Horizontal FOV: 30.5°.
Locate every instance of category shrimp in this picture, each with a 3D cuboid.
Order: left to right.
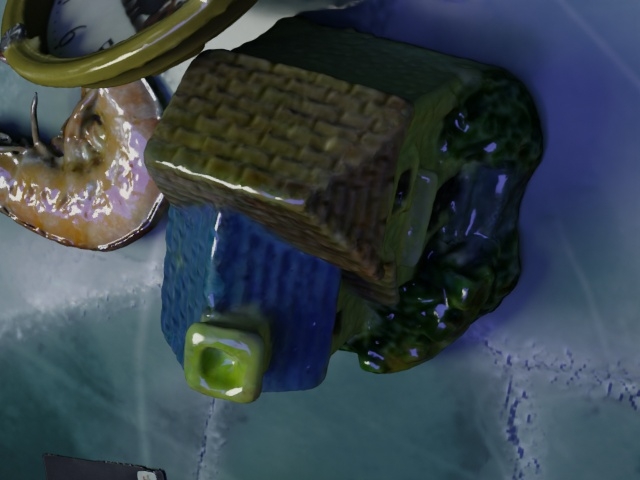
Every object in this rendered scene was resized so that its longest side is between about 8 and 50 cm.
[{"bbox_3d":[-0.211,-0.081,0.823,0.251,0.052,0.143,17,103,11],"label":"shrimp"}]

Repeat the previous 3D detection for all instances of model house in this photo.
[{"bbox_3d":[0.000,0.000,0.667,0.195,0.189,0.214,22,114,20],"label":"model house"}]

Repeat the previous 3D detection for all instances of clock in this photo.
[{"bbox_3d":[-0.077,-0.165,0.658,0.237,0.237,0.057,-18,135,29],"label":"clock"}]

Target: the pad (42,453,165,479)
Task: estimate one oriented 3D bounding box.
[{"bbox_3d":[-0.161,0.262,0.935,0.116,0.004,0.193,3,109,25],"label":"pad"}]
